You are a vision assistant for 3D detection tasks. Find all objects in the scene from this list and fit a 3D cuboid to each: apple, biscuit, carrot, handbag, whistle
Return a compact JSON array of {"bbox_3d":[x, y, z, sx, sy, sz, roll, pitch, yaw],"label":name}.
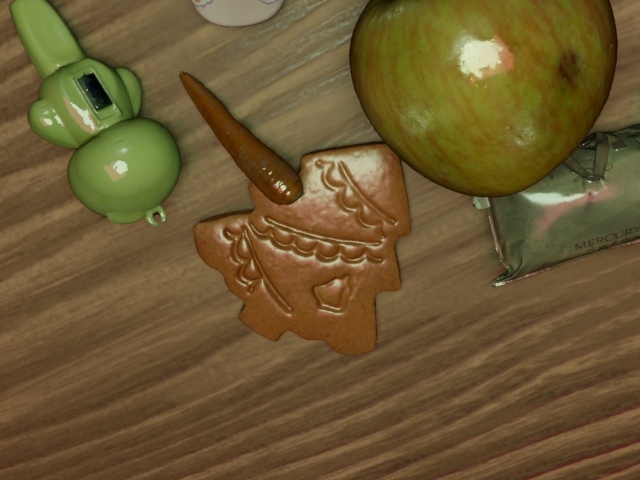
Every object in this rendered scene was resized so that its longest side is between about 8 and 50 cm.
[{"bbox_3d":[0.169,-0.174,0.738,0.265,0.264,0.264,1,108,3],"label":"apple"},{"bbox_3d":[0.000,0.000,0.908,0.284,0.043,0.306,33,107,-7],"label":"biscuit"},{"bbox_3d":[-0.100,-0.124,0.857,0.048,0.048,0.216,-45,83,15],"label":"carrot"},{"bbox_3d":[0.310,-0.058,0.838,0.271,0.117,0.182,-17,98,10],"label":"handbag"},{"bbox_3d":[-0.271,-0.141,0.853,0.141,0.141,0.294,-38,84,14],"label":"whistle"}]

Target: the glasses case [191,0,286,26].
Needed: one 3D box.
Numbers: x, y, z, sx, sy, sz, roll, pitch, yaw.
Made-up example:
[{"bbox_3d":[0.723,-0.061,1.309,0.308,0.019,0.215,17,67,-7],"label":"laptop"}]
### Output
[{"bbox_3d":[-0.103,-0.383,0.770,0.113,0.075,0.296,-6,109,4],"label":"glasses case"}]
